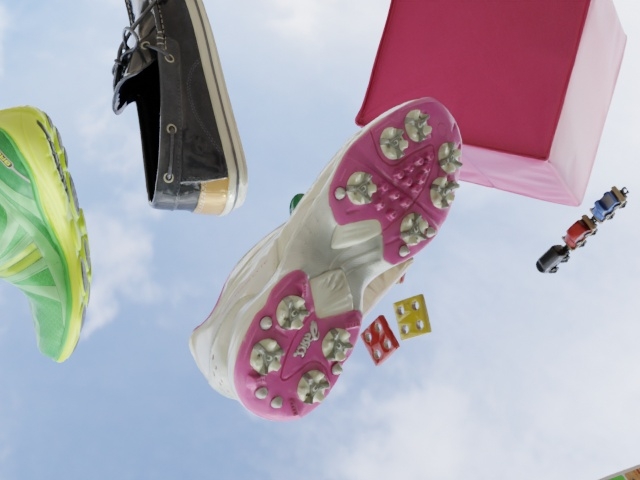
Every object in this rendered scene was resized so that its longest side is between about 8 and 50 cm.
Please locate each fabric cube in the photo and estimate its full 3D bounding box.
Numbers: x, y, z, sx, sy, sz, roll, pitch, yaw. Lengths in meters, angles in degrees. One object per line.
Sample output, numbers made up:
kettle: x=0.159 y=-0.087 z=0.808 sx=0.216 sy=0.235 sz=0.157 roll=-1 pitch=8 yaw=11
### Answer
fabric cube: x=0.229 y=-0.212 z=1.317 sx=0.259 sy=0.258 sz=0.254 roll=15 pitch=-92 yaw=25

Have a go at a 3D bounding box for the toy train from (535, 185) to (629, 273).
toy train: x=0.318 y=-0.011 z=1.239 sx=0.036 sy=0.158 sz=0.027 roll=-2 pitch=-128 yaw=-41

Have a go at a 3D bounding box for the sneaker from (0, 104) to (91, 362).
sneaker: x=-0.314 y=-0.004 z=1.068 sx=0.123 sy=0.295 sz=0.109 roll=-7 pitch=-150 yaw=-2

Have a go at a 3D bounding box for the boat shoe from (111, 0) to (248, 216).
boat shoe: x=-0.253 y=-0.264 z=1.580 sx=0.156 sy=0.187 sz=0.500 roll=-10 pitch=-109 yaw=-23

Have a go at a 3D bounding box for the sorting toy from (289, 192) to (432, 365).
sorting toy: x=0.062 y=0.021 z=1.254 sx=0.046 sy=0.132 sz=0.274 roll=-3 pitch=-128 yaw=-41

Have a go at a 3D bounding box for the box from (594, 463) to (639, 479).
box: x=0.426 y=0.479 z=1.425 sx=0.231 sy=0.127 sz=0.262 roll=-6 pitch=-129 yaw=-34

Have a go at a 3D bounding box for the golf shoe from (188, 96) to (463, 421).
golf shoe: x=0.000 y=0.000 z=0.826 sx=0.140 sy=0.115 sz=0.306 roll=4 pitch=-129 yaw=54
